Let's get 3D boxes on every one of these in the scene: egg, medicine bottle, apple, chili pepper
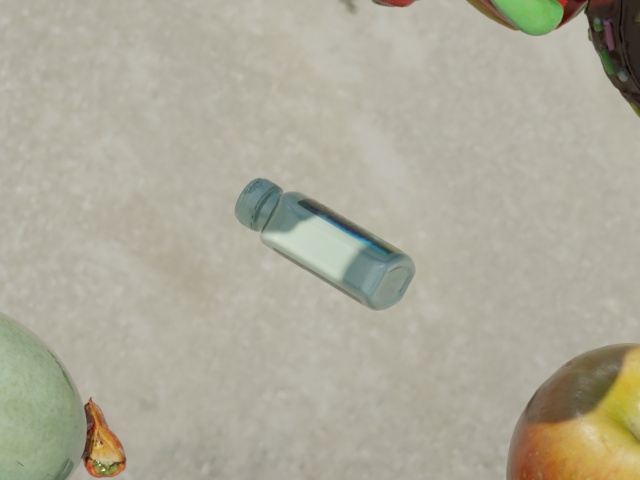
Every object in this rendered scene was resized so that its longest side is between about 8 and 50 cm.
[{"bbox_3d":[-0.308,0.145,1.384,0.236,0.169,0.169,40,21,-30],"label":"egg"},{"bbox_3d":[0.000,0.000,1.950,0.229,0.083,0.121,32,9,21],"label":"medicine bottle"},{"bbox_3d":[0.240,0.190,1.148,0.210,0.173,0.235,6,37,13],"label":"apple"},{"bbox_3d":[-0.233,0.205,1.630,0.045,0.027,0.178,3,20,-18],"label":"chili pepper"}]

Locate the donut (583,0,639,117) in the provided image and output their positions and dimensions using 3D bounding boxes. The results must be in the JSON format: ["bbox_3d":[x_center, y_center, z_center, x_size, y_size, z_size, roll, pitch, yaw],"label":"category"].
[{"bbox_3d":[0.286,-0.169,1.014,0.235,0.235,0.089,20,35,-14],"label":"donut"}]

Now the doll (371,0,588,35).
[{"bbox_3d":[0.032,-0.241,1.021,0.363,0.160,0.182,10,55,-25],"label":"doll"}]
